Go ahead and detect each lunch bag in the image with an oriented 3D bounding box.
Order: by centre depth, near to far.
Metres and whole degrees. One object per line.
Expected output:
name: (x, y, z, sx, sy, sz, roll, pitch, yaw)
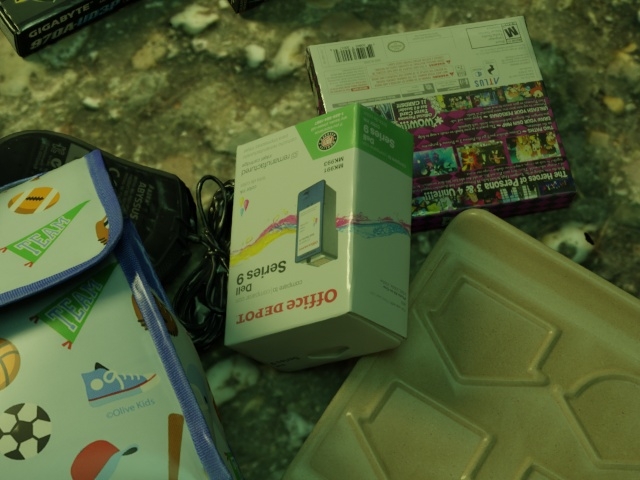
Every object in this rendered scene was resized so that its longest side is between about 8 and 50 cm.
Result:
lunch bag: (-0.265, 0.136, 1.495, 0.328, 0.239, 0.385, -23, 64, -3)

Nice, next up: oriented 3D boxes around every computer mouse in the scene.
computer mouse: (-0.202, -0.011, 1.683, 0.272, 0.072, 0.188, 23, 62, -8)

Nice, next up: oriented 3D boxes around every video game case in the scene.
video game case: (0.118, -0.115, 1.770, 0.232, 0.042, 0.210, -10, 66, -10)

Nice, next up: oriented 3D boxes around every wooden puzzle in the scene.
wooden puzzle: (0.178, 0.188, 1.619, 0.322, 0.080, 0.348, 31, 70, 10)

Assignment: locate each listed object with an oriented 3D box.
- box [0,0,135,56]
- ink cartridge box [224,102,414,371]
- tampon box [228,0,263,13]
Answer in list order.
box: (-0.259, -0.310, 1.822, 0.220, 0.051, 0.175, -29, 70, -17)
ink cartridge box: (0.000, 0.000, 1.635, 0.093, 0.154, 0.212, 26, 58, -44)
tampon box: (-0.039, -0.330, 1.814, 0.161, 0.120, 0.101, -27, 69, -16)
